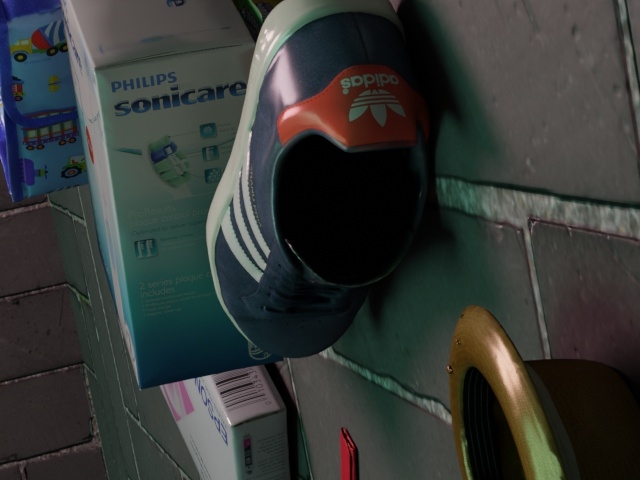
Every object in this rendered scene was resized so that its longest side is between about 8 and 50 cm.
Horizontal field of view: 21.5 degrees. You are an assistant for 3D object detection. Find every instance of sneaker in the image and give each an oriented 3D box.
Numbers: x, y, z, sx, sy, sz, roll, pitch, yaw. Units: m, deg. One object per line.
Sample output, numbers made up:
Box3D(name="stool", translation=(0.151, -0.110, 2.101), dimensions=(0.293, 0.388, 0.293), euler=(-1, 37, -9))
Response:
Box3D(name="sneaker", translation=(0.000, 0.000, 1.152), dimensions=(0.350, 0.131, 0.148), euler=(96, 161, -51))

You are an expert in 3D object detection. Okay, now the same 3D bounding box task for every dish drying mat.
Box3D(name="dish drying mat", translation=(0.024, 0.205, 1.483), dimensions=(0.032, 0.008, 0.083), euler=(-121, 23, -52))

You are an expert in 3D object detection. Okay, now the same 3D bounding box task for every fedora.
Box3D(name="fedora", translation=(0.126, 0.116, 0.886), dimensions=(0.194, 0.079, 0.194), euler=(168, 90, -82))

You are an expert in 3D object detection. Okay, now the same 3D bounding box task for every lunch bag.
Box3D(name="lunch bag", translation=(-0.194, -0.177, 1.549), dimensions=(0.293, 0.221, 0.138), euler=(109, 145, -64))

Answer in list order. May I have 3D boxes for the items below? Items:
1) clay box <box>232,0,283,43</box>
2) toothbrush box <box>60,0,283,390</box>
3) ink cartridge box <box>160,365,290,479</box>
Box3D(name="clay box", translation=(-0.032, -0.098, 1.343), dimensions=(0.127, 0.053, 0.222), euler=(-123, 25, -58))
Box3D(name="toothbrush box", translation=(-0.122, -0.066, 1.359), dimensions=(0.216, 0.126, 0.295), euler=(-116, 19, -53))
Box3D(name="ink cartridge box", translation=(-0.114, 0.194, 1.843), dimensions=(0.324, 0.071, 0.330), euler=(-122, 23, -45))
